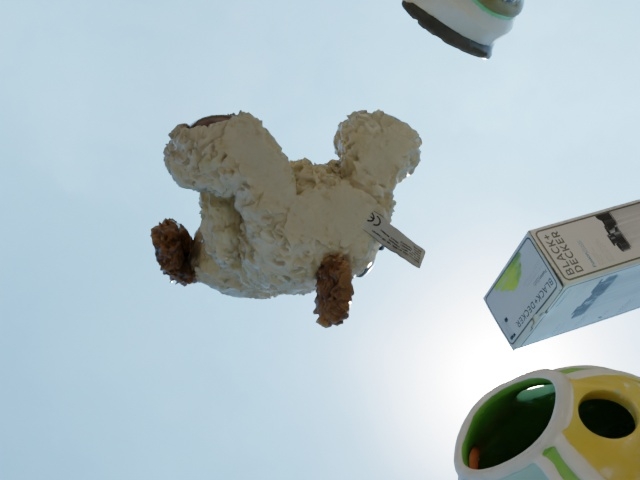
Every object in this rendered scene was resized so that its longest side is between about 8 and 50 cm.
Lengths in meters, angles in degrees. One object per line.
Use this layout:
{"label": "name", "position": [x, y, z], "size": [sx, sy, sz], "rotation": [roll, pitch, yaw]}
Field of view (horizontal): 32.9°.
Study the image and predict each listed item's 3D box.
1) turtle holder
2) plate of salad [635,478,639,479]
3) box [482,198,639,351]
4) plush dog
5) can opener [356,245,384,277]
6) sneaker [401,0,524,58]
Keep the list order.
{"label": "turtle holder", "position": [0.271, 0.235, 1.022], "size": [0.243, 0.227, 0.320], "rotation": [-56, -160, -23]}
{"label": "plate of salad", "position": [0.168, 0.190, 0.434], "size": [0.200, 0.048, 0.200], "rotation": [6, -128, -8]}
{"label": "box", "position": [0.374, 0.032, 1.409], "size": [0.290, 0.169, 0.087], "rotation": [-16, -118, -23]}
{"label": "plush dog", "position": [-0.038, -0.005, 1.069], "size": [0.262, 0.225, 0.210], "rotation": [-6, -100, -27]}
{"label": "can opener", "position": [0.000, 0.000, 1.263], "size": [0.186, 0.073, 0.059], "rotation": [13, 179, -41]}
{"label": "sneaker", "position": [0.160, -0.350, 0.913], "size": [0.182, 0.158, 0.410], "rotation": [-28, -130, 39]}
